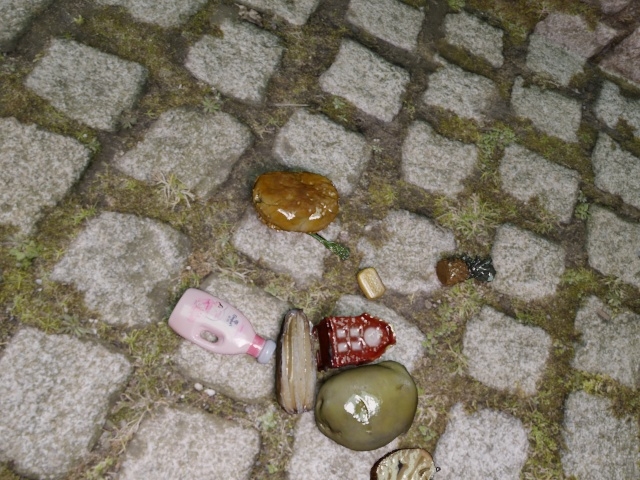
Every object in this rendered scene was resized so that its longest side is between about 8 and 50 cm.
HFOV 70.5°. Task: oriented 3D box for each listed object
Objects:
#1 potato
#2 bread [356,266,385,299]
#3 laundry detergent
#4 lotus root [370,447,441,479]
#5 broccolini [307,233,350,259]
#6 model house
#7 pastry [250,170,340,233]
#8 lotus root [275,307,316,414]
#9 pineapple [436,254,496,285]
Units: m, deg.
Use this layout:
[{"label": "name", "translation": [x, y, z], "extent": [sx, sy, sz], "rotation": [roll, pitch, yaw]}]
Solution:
[{"label": "potato", "translation": [0.149, 0.507, 1.387], "extent": [0.326, 0.221, 0.243], "rotation": [-5, 70, -20]}, {"label": "bread", "translation": [0.177, 0.154, 1.611], "extent": [0.082, 0.056, 0.115], "rotation": [-32, 86, -18]}, {"label": "laundry detergent", "translation": [-0.300, 0.283, 1.427], "extent": [0.335, 0.088, 0.159], "rotation": [29, 67, -3]}, {"label": "lotus root", "translation": [0.241, 0.747, 1.404], "extent": [0.260, 0.074, 0.170], "rotation": [-35, 81, -21]}, {"label": "broccolini", "translation": [0.000, 0.000, 1.630], "extent": [0.239, 0.051, 0.054], "rotation": [29, 76, 0]}, {"label": "model house", "translation": [0.119, 0.323, 1.461], "extent": [0.253, 0.196, 0.160], "rotation": [-5, 70, -16]}, {"label": "pastry", "translation": [-0.090, -0.130, 1.585], "extent": [0.310, 0.162, 0.255], "rotation": [2, 49, -15]}, {"label": "lotus root", "translation": [-0.093, 0.379, 1.446], "extent": [0.167, 0.078, 0.330], "rotation": [23, 59, -45]}, {"label": "pineapple", "translation": [0.552, 0.112, 1.699], "extent": [0.237, 0.111, 0.119], "rotation": [-5, 102, -21]}]
